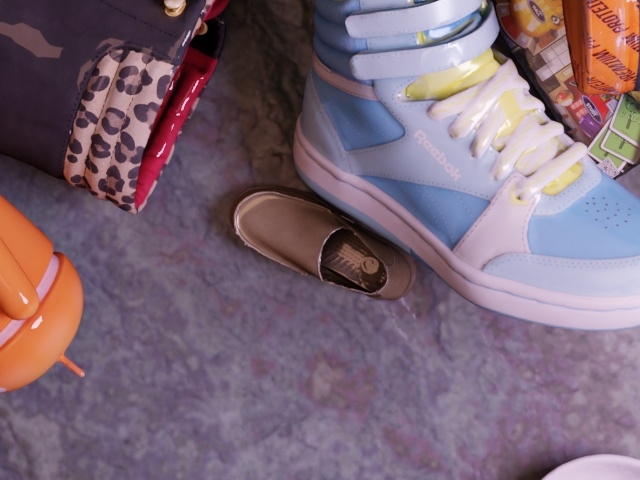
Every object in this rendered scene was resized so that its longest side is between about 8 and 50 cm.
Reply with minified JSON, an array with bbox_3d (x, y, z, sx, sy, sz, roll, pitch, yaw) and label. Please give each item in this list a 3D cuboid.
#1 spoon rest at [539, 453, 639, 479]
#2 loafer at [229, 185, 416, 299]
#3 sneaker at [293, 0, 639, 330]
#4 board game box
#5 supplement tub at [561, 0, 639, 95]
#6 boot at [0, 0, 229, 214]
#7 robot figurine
[{"bbox_3d":[0.272,0.221,1.177,0.276,0.084,0.137,2,91,10],"label":"spoon rest"},{"bbox_3d":[0.000,0.000,1.240,0.148,0.050,0.056,21,95,10],"label":"loafer"},{"bbox_3d":[0.105,-0.083,1.098,0.319,0.127,0.208,28,135,31],"label":"sneaker"},{"bbox_3d":[0.186,-0.181,1.213,0.136,0.030,0.260,-34,85,7],"label":"board game box"},{"bbox_3d":[0.327,-0.189,1.078,0.338,0.207,0.207,-5,90,3],"label":"supplement tub"},{"bbox_3d":[-0.197,-0.224,1.230,0.284,0.138,0.377,23,93,8],"label":"boot"},{"bbox_3d":[-0.261,0.024,1.225,0.158,0.128,0.219,-32,115,29],"label":"robot figurine"}]
